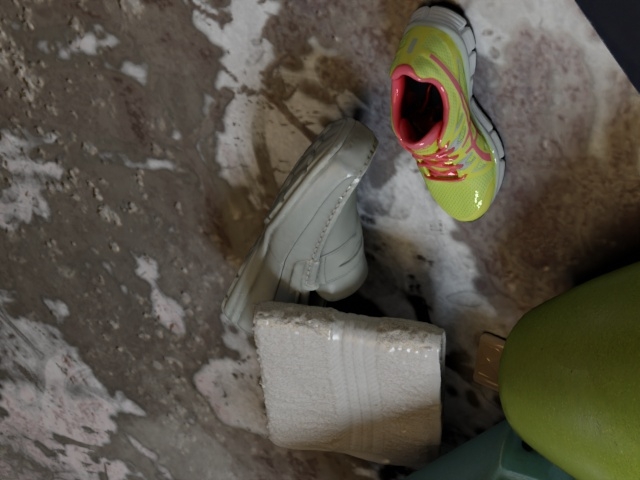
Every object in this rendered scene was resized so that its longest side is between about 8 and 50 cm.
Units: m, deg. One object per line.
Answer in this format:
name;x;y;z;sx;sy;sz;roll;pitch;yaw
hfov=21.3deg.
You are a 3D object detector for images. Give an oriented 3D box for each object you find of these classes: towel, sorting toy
towel;0.031;0.150;1.689;0.187;0.049;0.282;7;149;9
sorting toy;0.191;0.128;1.665;0.083;0.012;0.062;23;131;19

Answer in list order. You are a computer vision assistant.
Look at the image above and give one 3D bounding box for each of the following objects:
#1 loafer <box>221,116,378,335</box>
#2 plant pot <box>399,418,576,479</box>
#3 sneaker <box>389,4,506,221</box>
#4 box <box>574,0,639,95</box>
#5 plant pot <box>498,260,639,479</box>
loafer;0.000;0.000;1.617;0.111;0.112;0.319;30;145;1
plant pot;0.167;0.343;1.660;0.341;0.341;0.334;42;130;-6
sneaker;0.098;-0.093;1.473;0.081;0.094;0.208;3;129;30
box;0.245;-0.294;1.036;0.179;0.312;0.343;-23;113;43
plant pot;0.299;0.124;1.438;0.293;0.275;0.275;-1;128;55
